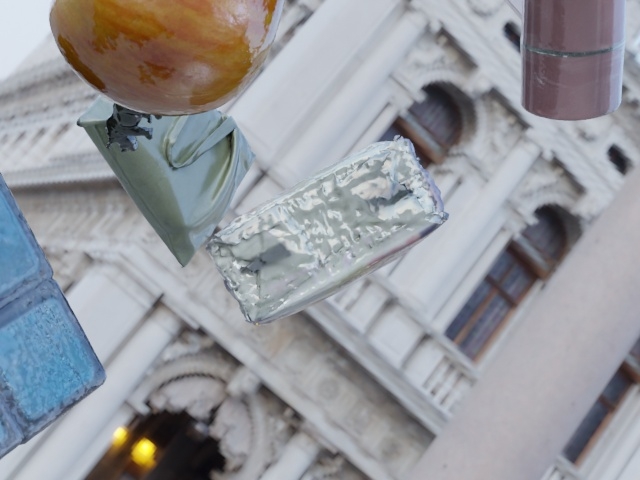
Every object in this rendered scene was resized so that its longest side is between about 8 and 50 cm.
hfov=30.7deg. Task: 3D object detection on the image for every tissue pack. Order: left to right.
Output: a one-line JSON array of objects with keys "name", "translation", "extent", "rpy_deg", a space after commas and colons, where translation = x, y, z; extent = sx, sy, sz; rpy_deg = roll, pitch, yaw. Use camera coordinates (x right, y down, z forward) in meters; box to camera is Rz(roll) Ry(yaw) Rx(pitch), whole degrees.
[{"name": "tissue pack", "translation": [0.000, 0.000, 1.322], "extent": [0.125, 0.242, 0.343], "rpy_deg": [62, -5, 1]}]

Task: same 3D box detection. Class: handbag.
[{"name": "handbag", "translation": [-0.233, -0.152, 1.865], "extent": [0.109, 0.253, 0.316], "rpy_deg": [-4, -47, 39]}]

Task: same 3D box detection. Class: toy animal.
[{"name": "toy animal", "translation": [-0.259, -0.161, 1.586], "extent": [0.065, 0.047, 0.136], "rpy_deg": [2, -27, -21]}]

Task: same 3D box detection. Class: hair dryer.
[{"name": "hair dryer", "translation": [0.290, -0.313, 1.507], "extent": [0.352, 0.125, 0.210], "rpy_deg": [-107, -169, -62]}]

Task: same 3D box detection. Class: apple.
[{"name": "apple", "translation": [-0.170, -0.277, 1.286], "extent": [0.233, 0.286, 0.286], "rpy_deg": [16, -7, -23]}]

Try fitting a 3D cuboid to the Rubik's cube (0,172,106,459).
[{"name": "Rubik's cube", "translation": [-0.412, 0.075, 0.910], "extent": [0.303, 0.301, 0.305], "rpy_deg": [-18, -75, 43]}]
